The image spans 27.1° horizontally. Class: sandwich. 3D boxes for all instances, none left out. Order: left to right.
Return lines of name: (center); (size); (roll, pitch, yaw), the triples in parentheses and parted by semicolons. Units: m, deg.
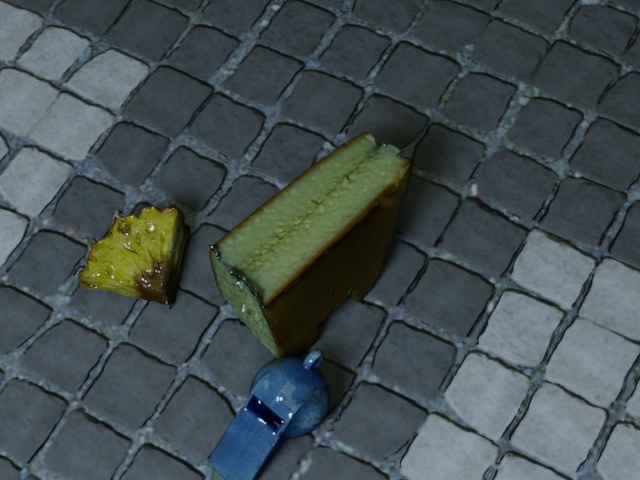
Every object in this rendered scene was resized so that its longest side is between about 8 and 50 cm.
sandwich: (0.000, 0.000, 1.409); (0.235, 0.128, 0.122); (-39, 61, -19)

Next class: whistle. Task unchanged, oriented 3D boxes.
whistle: (-0.041, 0.174, 1.344); (0.090, 0.090, 0.158); (40, 109, 23)

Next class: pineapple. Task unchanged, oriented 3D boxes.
pineapple: (-0.195, 0.026, 1.449); (0.137, 0.069, 0.116); (-32, 68, -4)
